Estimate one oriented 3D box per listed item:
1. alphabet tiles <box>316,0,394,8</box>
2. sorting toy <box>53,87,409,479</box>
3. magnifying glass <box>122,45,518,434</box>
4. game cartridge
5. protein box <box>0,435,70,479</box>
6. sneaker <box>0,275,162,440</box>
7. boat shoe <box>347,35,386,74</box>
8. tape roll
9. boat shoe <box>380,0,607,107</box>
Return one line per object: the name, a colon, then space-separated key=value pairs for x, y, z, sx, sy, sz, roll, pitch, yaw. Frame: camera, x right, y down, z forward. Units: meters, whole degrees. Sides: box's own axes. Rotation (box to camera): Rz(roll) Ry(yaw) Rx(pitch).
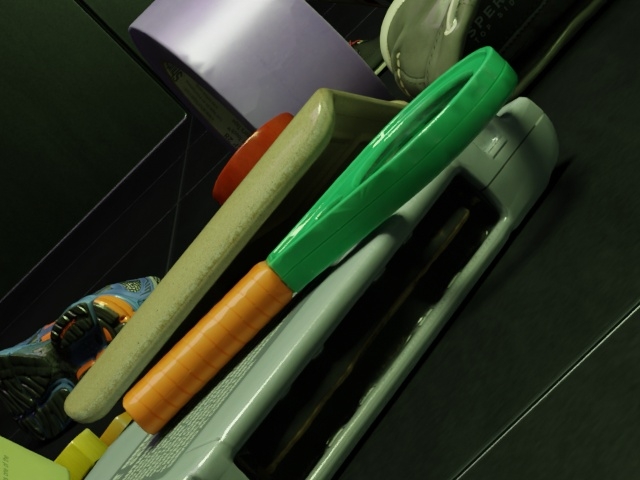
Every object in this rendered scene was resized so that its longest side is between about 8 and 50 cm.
alphabet tiles: x=0.004 y=-0.183 z=1.186 sx=0.237 sy=0.198 sz=0.009 roll=18 pitch=-98 yaw=-66
sorting toy: x=-0.073 y=0.035 z=0.999 sx=0.307 sy=0.041 sz=0.229 roll=-50 pitch=-7 yaw=11
magnifying glass: x=0.000 y=0.000 z=0.811 sx=0.231 sy=0.026 sz=0.092 roll=-43 pitch=9 yaw=3
game cartridge: x=-0.020 y=0.063 z=0.846 sx=0.297 sy=0.062 sz=0.198 roll=-51 pitch=6 yaw=-30
protein box: x=-0.216 y=0.143 z=0.707 sx=0.136 sy=0.201 sz=0.200 roll=-57 pitch=18 yaw=12
sneaker: x=-0.186 y=0.091 z=1.416 sx=0.221 sy=0.083 sz=0.087 roll=-28 pitch=5 yaw=45
boat shoe: x=0.030 y=-0.158 z=1.631 sx=0.133 sy=0.042 sz=0.049 roll=-35 pitch=12 yaw=41
tape roll: x=-0.032 y=-0.099 z=1.178 sx=0.080 sy=0.189 sz=0.189 roll=-47 pitch=9 yaw=-7
boat shoe: x=0.170 y=-0.203 z=1.052 sx=0.335 sy=0.112 sz=0.095 roll=-50 pitch=26 yaw=4
